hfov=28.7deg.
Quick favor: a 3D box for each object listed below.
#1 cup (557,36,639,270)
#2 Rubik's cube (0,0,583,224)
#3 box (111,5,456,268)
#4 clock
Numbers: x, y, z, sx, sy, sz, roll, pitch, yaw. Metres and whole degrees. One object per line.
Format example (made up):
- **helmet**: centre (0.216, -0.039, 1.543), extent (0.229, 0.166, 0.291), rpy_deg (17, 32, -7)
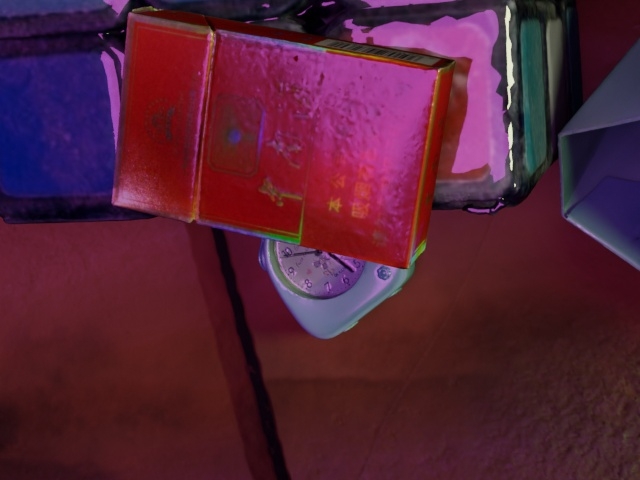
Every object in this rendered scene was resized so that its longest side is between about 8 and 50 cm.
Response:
- **cup**: centre (0.267, -0.105, 0.837), extent (0.148, 0.235, 0.134), rpy_deg (-3, 133, 48)
- **Rubik's cube**: centre (-0.016, -0.207, 0.859), extent (0.362, 0.363, 0.358), rpy_deg (-5, 98, 14)
- **box**: centre (-0.023, -0.058, 0.680), extent (0.175, 0.048, 0.112), rpy_deg (11, 108, 15)
- **clock**: centre (0.000, 0.000, 1.046), extent (0.108, 0.045, 0.147), rpy_deg (-38, 85, 18)
